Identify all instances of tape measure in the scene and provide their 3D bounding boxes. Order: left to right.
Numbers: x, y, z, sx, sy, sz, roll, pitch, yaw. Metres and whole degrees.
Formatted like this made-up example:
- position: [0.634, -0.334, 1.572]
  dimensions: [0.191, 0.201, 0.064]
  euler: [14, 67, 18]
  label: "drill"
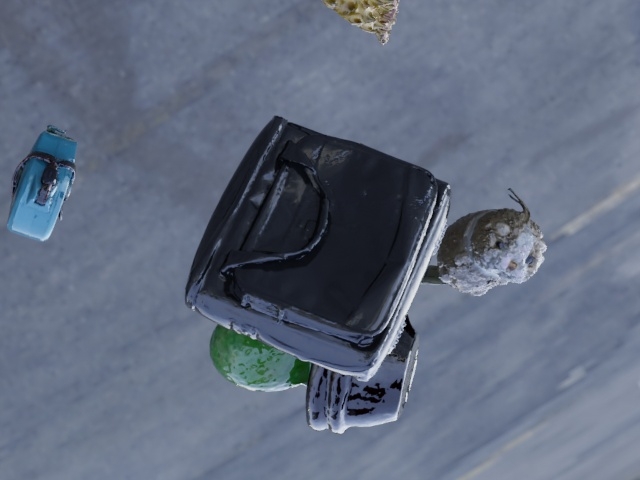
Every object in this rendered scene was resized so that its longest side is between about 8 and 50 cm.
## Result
- position: [-0.378, -0.066, 2.097]
  dimensions: [0.081, 0.125, 0.146]
  euler: [18, 141, -12]
  label: "tape measure"

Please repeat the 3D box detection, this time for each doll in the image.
- position: [0.209, 0.019, 2.029]
  dimensions: [0.105, 0.115, 0.221]
  euler: [17, 154, -21]
  label: "doll"

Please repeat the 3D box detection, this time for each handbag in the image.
- position: [0.000, 0.000, 1.704]
  dimensions: [0.088, 0.244, 0.275]
  euler: [99, 14, -60]
  label: "handbag"

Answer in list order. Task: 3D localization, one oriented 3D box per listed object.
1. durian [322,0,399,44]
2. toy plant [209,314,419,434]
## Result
- position: [0.013, -0.394, 1.991]
  dimensions: [0.186, 0.260, 0.154]
  euler: [-62, -179, 6]
  label: "durian"
- position: [-0.007, 0.141, 1.878]
  dimensions: [0.235, 0.175, 0.218]
  euler: [11, 180, 9]
  label: "toy plant"
